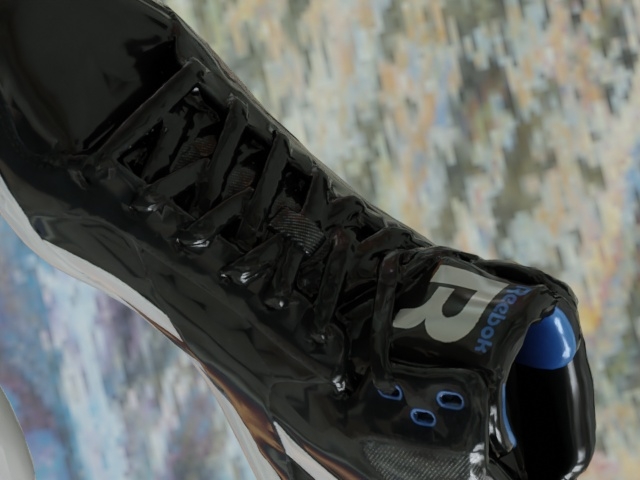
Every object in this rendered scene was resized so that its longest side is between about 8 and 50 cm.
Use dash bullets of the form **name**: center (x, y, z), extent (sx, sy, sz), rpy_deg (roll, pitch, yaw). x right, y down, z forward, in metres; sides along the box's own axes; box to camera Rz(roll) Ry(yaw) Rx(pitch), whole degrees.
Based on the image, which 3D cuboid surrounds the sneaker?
- **sneaker**: center (0.000, 0.000, 0.502), extent (0.121, 0.079, 0.217), rpy_deg (-4, 132, 51)

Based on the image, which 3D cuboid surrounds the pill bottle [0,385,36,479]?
- **pill bottle**: center (-0.217, 0.015, 0.448), extent (0.318, 0.176, 0.176), rpy_deg (36, 144, 42)
